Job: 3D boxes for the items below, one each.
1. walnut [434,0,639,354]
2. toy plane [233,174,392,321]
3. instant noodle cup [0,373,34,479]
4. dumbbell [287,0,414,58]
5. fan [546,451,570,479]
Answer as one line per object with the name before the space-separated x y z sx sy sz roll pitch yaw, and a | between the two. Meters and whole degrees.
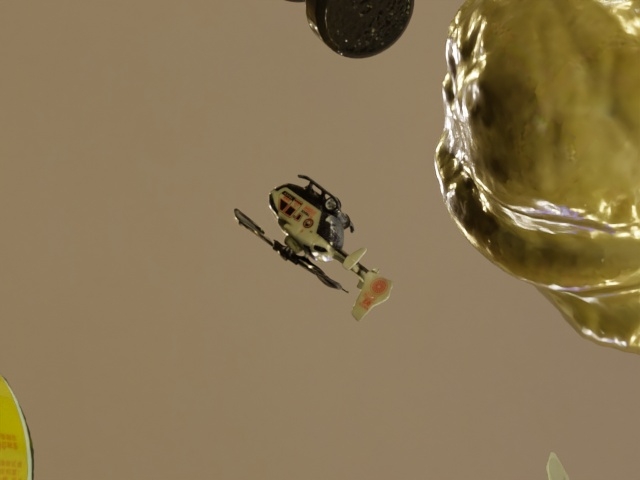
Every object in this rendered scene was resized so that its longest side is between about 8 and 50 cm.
walnut | 0.212 -0.073 1.038 0.277 0.253 0.282 -99 -173 -49
toy plane | 0.000 0.000 0.888 0.120 0.049 0.031 37 -12 33
instant noodle cup | -0.265 0.104 0.677 0.215 0.236 0.216 -7 -103 33
dumbbell | 0.008 -0.249 1.408 0.191 0.100 0.100 -130 -134 -53
fan | 0.304 0.380 1.764 0.182 0.010 0.310 61 19 -24
